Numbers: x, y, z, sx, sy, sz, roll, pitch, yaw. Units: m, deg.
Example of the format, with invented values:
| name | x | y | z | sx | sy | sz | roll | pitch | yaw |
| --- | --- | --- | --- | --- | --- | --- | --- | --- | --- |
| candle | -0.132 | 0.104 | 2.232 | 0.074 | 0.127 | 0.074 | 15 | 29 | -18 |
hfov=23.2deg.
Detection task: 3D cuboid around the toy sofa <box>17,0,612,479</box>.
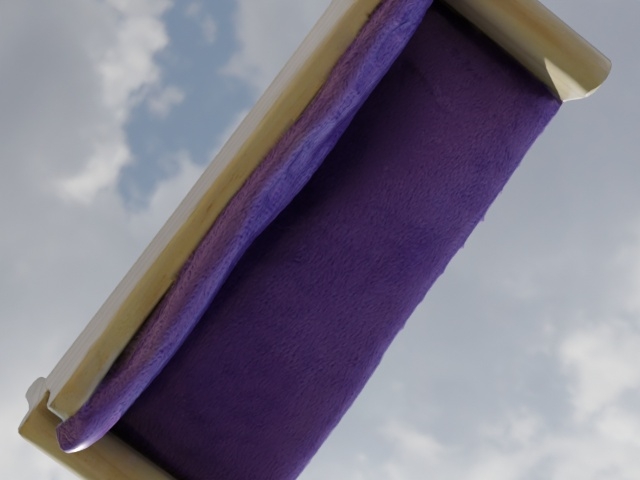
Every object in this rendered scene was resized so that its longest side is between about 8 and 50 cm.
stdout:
| name | x | y | z | sx | sy | sz | roll | pitch | yaw |
| --- | --- | --- | --- | --- | --- | --- | --- | --- | --- |
| toy sofa | 0.000 | 0.000 | 0.866 | 0.362 | 0.150 | 0.177 | -54 | -169 | -8 |
